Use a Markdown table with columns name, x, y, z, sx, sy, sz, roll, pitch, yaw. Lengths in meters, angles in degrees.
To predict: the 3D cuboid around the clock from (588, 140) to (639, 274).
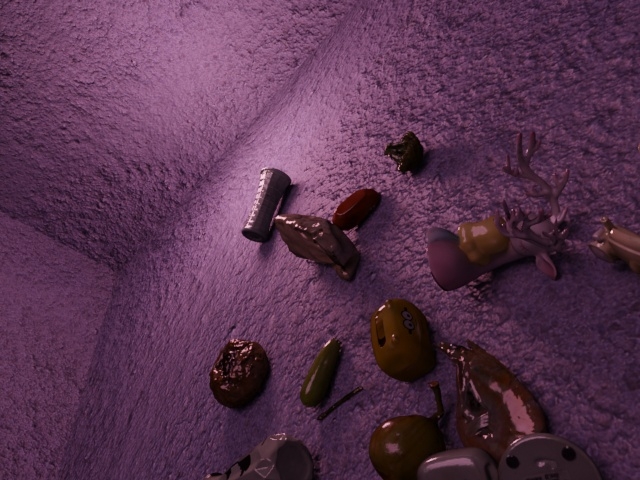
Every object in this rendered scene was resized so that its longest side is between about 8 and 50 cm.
| name | x | y | z | sx | sy | sz | roll | pitch | yaw |
| --- | --- | --- | --- | --- | --- | --- | --- | --- | --- |
| clock | 0.613 | -0.049 | 0.910 | 0.276 | 0.120 | 0.379 | 8 | 62 | 55 |

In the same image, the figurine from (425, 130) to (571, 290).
| name | x | y | z | sx | sy | sz | roll | pitch | yaw |
| --- | --- | --- | --- | --- | --- | --- | --- | --- | --- |
| figurine | 0.364 | -0.019 | 1.109 | 0.315 | 0.284 | 0.206 | -24 | 41 | 27 |

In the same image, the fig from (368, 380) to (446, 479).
| name | x | y | z | sx | sy | sz | roll | pitch | yaw |
| --- | --- | --- | --- | --- | --- | --- | --- | --- | --- |
| fig | 0.181 | 0.400 | 1.090 | 0.186 | 0.148 | 0.142 | -28 | -10 | -40 |

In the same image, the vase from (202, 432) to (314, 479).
| name | x | y | z | sx | sy | sz | roll | pitch | yaw |
| --- | --- | --- | --- | --- | --- | --- | --- | --- | --- |
| vase | -0.171 | 0.608 | 1.394 | 0.360 | 0.165 | 0.165 | -38 | 32 | 38 |

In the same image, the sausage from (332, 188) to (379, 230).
| name | x | y | z | sx | sy | sz | roll | pitch | yaw |
| --- | --- | --- | --- | --- | --- | --- | --- | --- | --- |
| sausage | 0.114 | -0.103 | 1.771 | 0.179 | 0.089 | 0.089 | -44 | 29 | 2 |

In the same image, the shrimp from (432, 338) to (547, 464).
| name | x | y | z | sx | sy | sz | roll | pitch | yaw |
| --- | --- | --- | --- | --- | --- | --- | --- | --- | --- |
| shrimp | 0.300 | 0.304 | 1.052 | 0.168 | 0.077 | 0.317 | -54 | 31 | 9 |

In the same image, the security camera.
| name | x | y | z | sx | sy | sz | roll | pitch | yaw |
| --- | --- | --- | --- | --- | --- | --- | --- | --- | --- |
| security camera | 0.307 | 0.406 | 0.905 | 0.301 | 0.080 | 0.157 | -24 | 73 | 29 |

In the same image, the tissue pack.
| name | x | y | z | sx | sy | sz | roll | pitch | yaw |
| --- | --- | --- | --- | --- | --- | --- | --- | --- | --- |
| tissue pack | 0.180 | 0.223 | 1.269 | 0.123 | 0.127 | 0.178 | -42 | 30 | 29 |

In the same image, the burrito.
| name | x | y | z | sx | sy | sz | roll | pitch | yaw |
| --- | --- | --- | --- | --- | --- | --- | --- | --- | --- |
| burrito | 0.003 | 0.002 | 1.745 | 0.135 | 0.190 | 0.332 | -37 | 28 | -18 |

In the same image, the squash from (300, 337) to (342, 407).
| name | x | y | z | sx | sy | sz | roll | pitch | yaw |
| --- | --- | --- | --- | --- | --- | --- | --- | --- | --- |
| squash | 0.005 | 0.351 | 1.477 | 0.066 | 0.066 | 0.201 | -8 | 48 | 54 |

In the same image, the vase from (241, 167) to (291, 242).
| name | x | y | z | sx | sy | sz | roll | pitch | yaw |
| --- | --- | --- | --- | --- | --- | --- | --- | --- | --- |
| vase | -0.234 | -0.144 | 2.310 | 0.143 | 0.143 | 0.299 | -15 | 50 | 51 |

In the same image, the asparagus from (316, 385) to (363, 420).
| name | x | y | z | sx | sy | sz | roll | pitch | yaw |
| --- | --- | --- | --- | --- | --- | --- | --- | --- | --- |
| asparagus | 0.047 | 0.411 | 1.396 | 0.166 | 0.013 | 0.016 | -42 | 20 | 23 |

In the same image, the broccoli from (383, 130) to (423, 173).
| name | x | y | z | sx | sy | sz | roll | pitch | yaw |
| --- | --- | --- | --- | --- | --- | --- | --- | --- | --- |
| broccoli | 0.256 | -0.270 | 1.689 | 0.130 | 0.120 | 0.131 | -84 | 1 | -74 |

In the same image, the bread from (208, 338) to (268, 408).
| name | x | y | z | sx | sy | sz | roll | pitch | yaw |
| --- | --- | --- | --- | --- | --- | --- | --- | --- | --- |
| bread | -0.269 | 0.420 | 1.769 | 0.230 | 0.123 | 0.230 | -41 | 29 | 29 |
